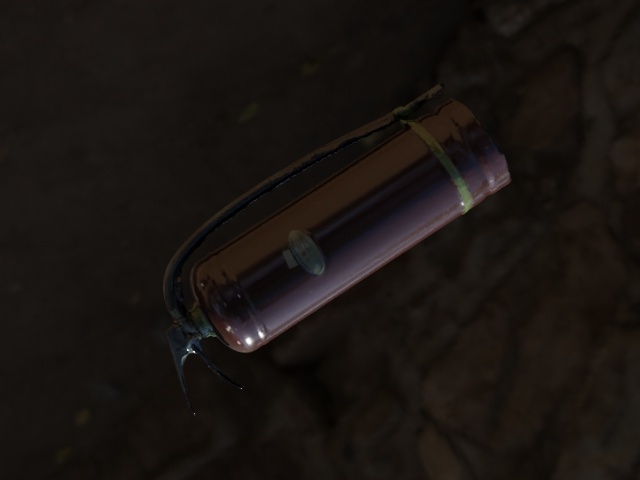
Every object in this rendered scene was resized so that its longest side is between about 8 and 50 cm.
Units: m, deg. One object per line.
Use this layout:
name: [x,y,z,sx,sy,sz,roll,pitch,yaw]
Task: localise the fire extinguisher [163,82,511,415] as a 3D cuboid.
fire extinguisher: [0.000,0.000,0.721,0.158,0.064,0.043,-33,-179,-9]
